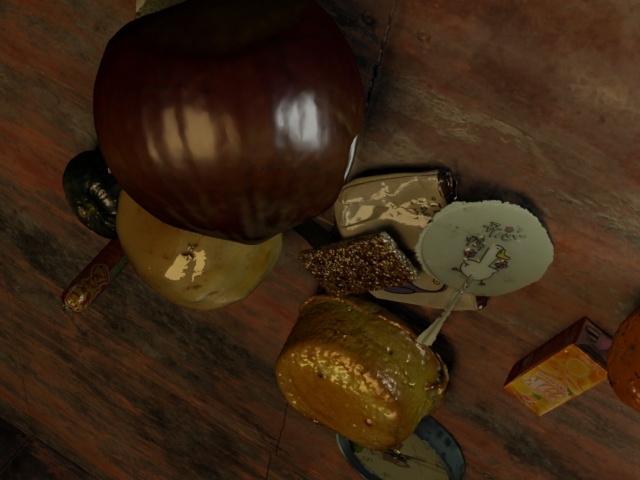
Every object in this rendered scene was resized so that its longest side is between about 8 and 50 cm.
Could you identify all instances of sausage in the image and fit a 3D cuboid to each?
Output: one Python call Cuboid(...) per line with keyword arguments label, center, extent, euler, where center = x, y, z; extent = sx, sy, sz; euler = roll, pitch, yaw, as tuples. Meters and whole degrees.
Cuboid(label="sausage", center=(-0.534, 0.087, 2.033), extent=(0.083, 0.264, 0.083), euler=(18, 137, 18))

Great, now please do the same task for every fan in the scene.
Cuboid(label="fan", center=(0.261, 0.076, 1.518), extent=(0.233, 0.012, 0.415), euler=(17, 136, -3))

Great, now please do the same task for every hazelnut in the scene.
Cuboid(label="hazelnut", center=(-0.148, -0.201, 1.327), extent=(0.429, 0.402, 0.402), euler=(0, 130, 14))

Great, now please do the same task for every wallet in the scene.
Cuboid(label="wallet", center=(0.160, 0.005, 1.555), extent=(0.274, 0.068, 0.335), euler=(4, 131, 33))

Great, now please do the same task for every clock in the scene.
Cuboid(label="clock", center=(0.183, 0.502, 2.026), extent=(0.325, 0.067, 0.325), euler=(22, 138, 21))

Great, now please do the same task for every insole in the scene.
Cuboid(label="insole", center=(0.000, 0.000, 1.728), extent=(0.253, 0.005, 0.086), euler=(41, 141, -4))

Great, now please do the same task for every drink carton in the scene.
Cuboid(label="drink carton", center=(0.440, 0.236, 1.557), extent=(0.096, 0.071, 0.223), euler=(38, 143, 1))

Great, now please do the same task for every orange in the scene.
Cuboid(label="orange", center=(0.546, 0.187, 1.335), extent=(0.161, 0.193, 0.193), euler=(23, 141, -4))

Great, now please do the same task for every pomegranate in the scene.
Cuboid(label="pomegranate", center=(-0.238, -0.023, 1.644), extent=(0.332, 0.332, 0.333), euler=(22, 138, 21))

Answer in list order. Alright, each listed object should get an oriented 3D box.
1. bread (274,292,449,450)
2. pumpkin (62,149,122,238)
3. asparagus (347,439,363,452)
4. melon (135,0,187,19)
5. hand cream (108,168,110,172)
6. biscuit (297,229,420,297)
Cuboid(label="bread", center=(0.082, 0.285, 1.789), extent=(0.358, 0.204, 0.337), euler=(22, 143, 18))
Cuboid(label="pumpkin", center=(-0.480, -0.100, 1.892), extent=(0.211, 0.152, 0.212), euler=(36, 154, 21))
Cuboid(label="asparagus", center=(0.061, 0.431, 1.979), extent=(0.036, 0.030, 0.165), euler=(9, 133, 47))
Cuboid(label="melon", center=(-0.268, -0.385, 1.485), extent=(0.202, 0.139, 0.093), euler=(44, 164, -10))
Cuboid(label="hand cream", center=(-0.414, -0.216, 1.786), extent=(0.084, 0.053, 0.142), euler=(-8, 111, -8))
Cuboid(label="biscuit", center=(0.068, 0.049, 1.596), extent=(0.230, 0.025, 0.131), euler=(-16, 126, 45))
